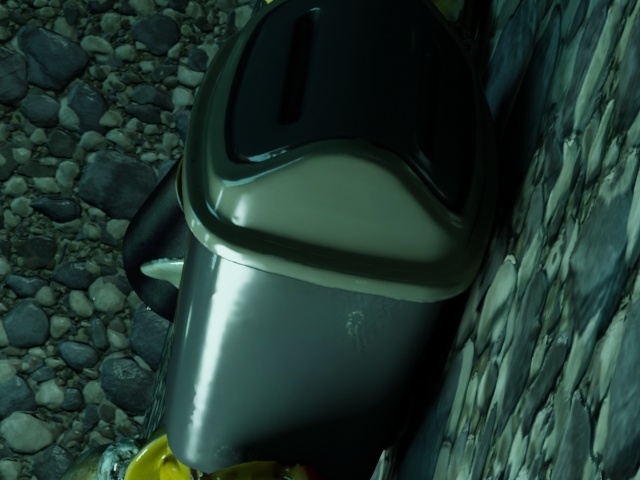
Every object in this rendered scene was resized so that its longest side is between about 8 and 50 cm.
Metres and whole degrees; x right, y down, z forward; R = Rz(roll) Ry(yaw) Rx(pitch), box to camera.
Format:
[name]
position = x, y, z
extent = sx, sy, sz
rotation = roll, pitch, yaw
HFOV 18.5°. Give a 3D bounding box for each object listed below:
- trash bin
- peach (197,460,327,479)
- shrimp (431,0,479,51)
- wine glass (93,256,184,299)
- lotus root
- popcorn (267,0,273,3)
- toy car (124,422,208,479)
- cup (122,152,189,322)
[trash bin]
position = 0.000, 0.000, 1.182
extent = 0.209, 0.182, 0.290
rotation = -83, 6, -47
[peach]
position = -0.031, 0.208, 1.162
extent = 0.118, 0.151, 0.151
rotation = -21, -42, -50
[shrimp]
position = 0.073, -0.118, 1.375
extent = 0.219, 0.046, 0.152
rotation = -82, 11, -68
[wine glass]
position = -0.122, 0.185, 1.643
extent = 0.264, 0.096, 0.310
rotation = 155, 115, -69
[lotus root]
position = -0.191, 0.285, 2.001
extent = 0.349, 0.175, 0.175
rotation = 127, 158, -68
[popcorn]
position = 0.005, -0.295, 1.907
extent = 0.180, 0.170, 0.180
rotation = -26, 18, 9
[toy car]
position = -0.071, 0.188, 1.405
extent = 0.200, 0.142, 0.248
rotation = 116, 168, -50
[cup]
position = -0.088, 0.014, 2.091
extent = 0.166, 0.239, 0.177
rotation = -29, -13, -31
